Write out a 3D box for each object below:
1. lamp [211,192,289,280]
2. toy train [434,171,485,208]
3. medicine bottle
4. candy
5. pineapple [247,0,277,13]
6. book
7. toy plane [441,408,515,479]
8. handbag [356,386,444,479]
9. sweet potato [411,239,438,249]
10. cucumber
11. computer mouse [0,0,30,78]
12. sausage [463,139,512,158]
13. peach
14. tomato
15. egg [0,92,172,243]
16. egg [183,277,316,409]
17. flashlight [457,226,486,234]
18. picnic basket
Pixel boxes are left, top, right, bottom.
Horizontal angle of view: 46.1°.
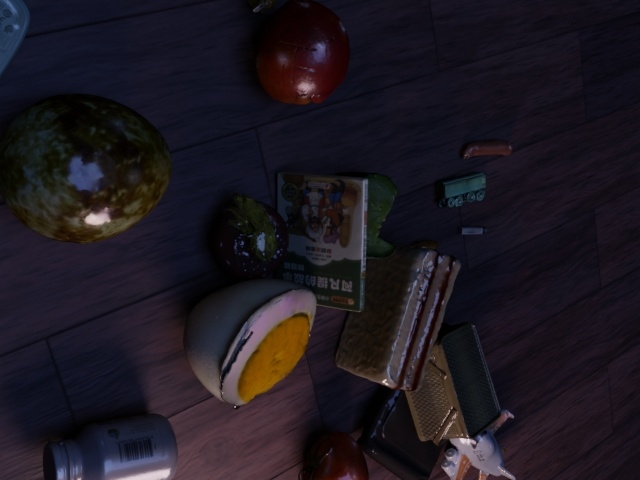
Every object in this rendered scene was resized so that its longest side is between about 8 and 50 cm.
[{"bbox_3d":[-0.129,0.002,1.456,0.157,0.135,0.156,26,84,-37],"label":"lamp"},{"bbox_3d":[0.337,-0.119,1.810,0.148,0.038,0.071,-16,105,-30],"label":"toy train"},{"bbox_3d":[-0.380,0.393,1.360,0.215,0.135,0.135,-1,100,-34],"label":"medicine bottle"},{"bbox_3d":[0.166,0.162,1.662,0.135,0.179,0.320,21,88,-37],"label":"candy"},{"bbox_3d":[-0.083,-0.570,1.366,0.158,0.161,0.334,-23,109,-31],"label":"pineapple"},{"bbox_3d":[0.000,0.000,1.510,0.027,0.202,0.264,-16,110,-59],"label":"book"},{"bbox_3d":[0.413,0.533,1.939,0.245,0.117,0.244,-8,105,-32],"label":"toy plane"},{"bbox_3d":[0.208,0.449,1.811,0.247,0.080,0.223,42,66,-31],"label":"handbag"},{"bbox_3d":[0.245,0.017,1.775,0.095,0.034,0.034,-11,105,-30],"label":"sweet potato"},{"bbox_3d":[0.071,-0.056,1.596,0.191,0.130,0.191,-5,98,-40],"label":"cucumber"},{"bbox_3d":[-0.563,-0.279,1.133,0.159,0.097,0.288,35,68,-32],"label":"computer mouse"},{"bbox_3d":[0.407,-0.224,1.837,0.158,0.036,0.042,-10,70,-33],"label":"sausage"},{"bbox_3d":[-0.032,-0.358,1.421,0.197,0.197,0.197,-7,103,-33],"label":"peach"},{"bbox_3d":[0.035,0.514,1.654,0.167,0.167,0.167,-7,103,-33],"label":"tomato"},{"bbox_3d":[-0.368,-0.117,1.209,0.289,0.238,0.238,-13,106,-42],"label":"egg"},{"bbox_3d":[-0.143,0.170,1.462,0.286,0.174,0.264,-20,137,-48],"label":"egg"},{"bbox_3d":[0.376,-0.025,1.865,0.083,0.018,0.018,-1,100,-34],"label":"flashlight"},{"bbox_3d":[0.294,0.324,1.748,0.165,0.139,0.266,-17,90,-48],"label":"picnic basket"}]
